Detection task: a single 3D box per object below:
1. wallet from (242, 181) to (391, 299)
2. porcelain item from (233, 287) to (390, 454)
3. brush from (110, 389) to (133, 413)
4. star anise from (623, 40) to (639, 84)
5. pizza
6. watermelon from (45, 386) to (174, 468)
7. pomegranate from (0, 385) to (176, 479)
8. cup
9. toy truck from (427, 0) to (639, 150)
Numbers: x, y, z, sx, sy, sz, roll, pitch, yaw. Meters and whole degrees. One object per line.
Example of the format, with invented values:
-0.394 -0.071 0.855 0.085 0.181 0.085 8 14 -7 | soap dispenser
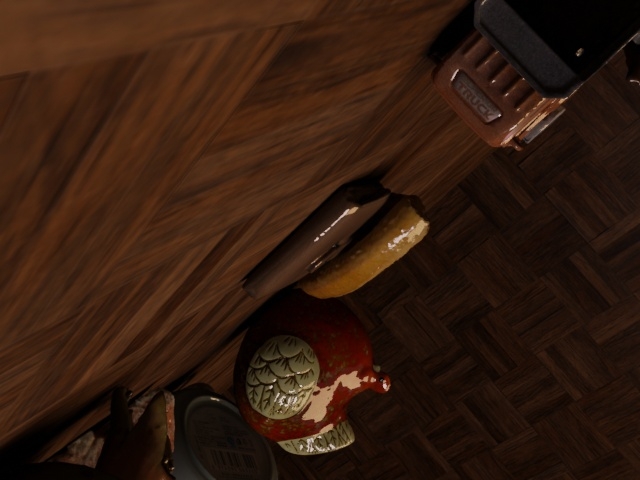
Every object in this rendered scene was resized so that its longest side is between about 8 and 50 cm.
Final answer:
0.000 0.000 0.744 0.153 0.038 0.118 -44 171 26 | wallet
-0.006 0.203 1.159 0.253 0.253 0.253 -40 174 -5 | porcelain item
-0.219 0.179 0.836 0.024 0.008 0.083 -32 171 -34 | brush
0.331 -0.236 0.544 0.346 0.148 0.237 -30 175 -7 | star anise
0.042 0.005 0.851 0.134 0.056 0.271 -59 -168 -18 | pizza
-0.249 0.276 0.885 0.094 0.154 0.241 -46 -175 44 | watermelon
-0.197 0.308 0.648 0.323 0.290 0.291 -36 173 -41 | pomegranate
-0.229 0.363 1.199 0.274 0.259 0.356 -43 -155 20 | cup
0.153 -0.139 0.442 0.192 0.083 0.092 -44 173 26 | toy truck
